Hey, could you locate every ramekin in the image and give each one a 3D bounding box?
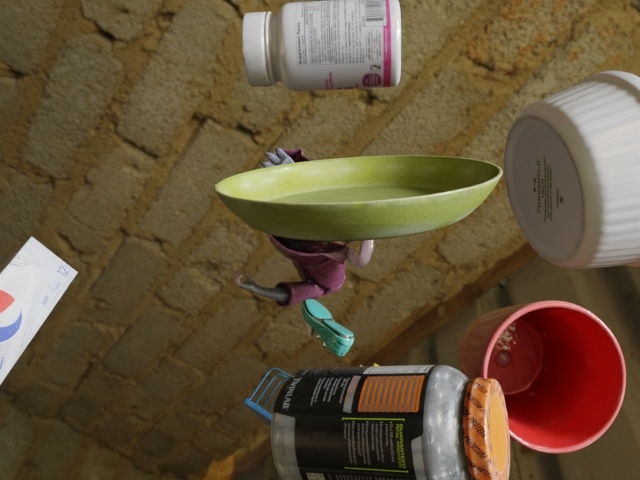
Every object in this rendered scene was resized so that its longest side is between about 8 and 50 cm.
[{"bbox_3d":[0.358,-0.083,0.804,0.127,0.272,0.273,-15,-159,-7],"label":"ramekin"}]

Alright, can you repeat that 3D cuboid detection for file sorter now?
[{"bbox_3d":[-0.074,0.378,1.331,0.118,0.170,0.104,24,-113,27],"label":"file sorter"}]

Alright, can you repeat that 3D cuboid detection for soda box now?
[{"bbox_3d":[-0.467,0.130,0.828,0.098,0.091,0.286,-28,-151,32],"label":"soda box"}]

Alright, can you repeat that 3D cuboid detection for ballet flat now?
[{"bbox_3d":[0.005,0.248,1.651,0.247,0.083,0.087,36,-71,54],"label":"ballet flat"}]

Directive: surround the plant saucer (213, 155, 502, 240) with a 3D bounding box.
[{"bbox_3d":[0.031,-0.040,0.508,0.241,0.241,0.037,-139,-137,-70],"label":"plant saucer"}]

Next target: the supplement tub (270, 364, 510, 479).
[{"bbox_3d":[0.103,0.282,0.866,0.316,0.193,0.193,-7,-133,27],"label":"supplement tub"}]

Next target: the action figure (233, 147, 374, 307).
[{"bbox_3d":[0.000,0.000,1.064,0.370,0.276,0.248,73,32,-56],"label":"action figure"}]

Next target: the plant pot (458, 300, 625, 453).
[{"bbox_3d":[0.403,0.245,1.157,0.275,0.275,0.243,-60,-175,-4],"label":"plant pot"}]

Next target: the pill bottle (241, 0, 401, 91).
[{"bbox_3d":[0.005,-0.363,1.101,0.160,0.283,0.160,-1,90,-85],"label":"pill bottle"}]

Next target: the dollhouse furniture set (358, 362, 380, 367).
[{"bbox_3d":[0.180,0.525,1.645,0.286,0.198,0.303,-48,136,-82],"label":"dollhouse furniture set"}]
